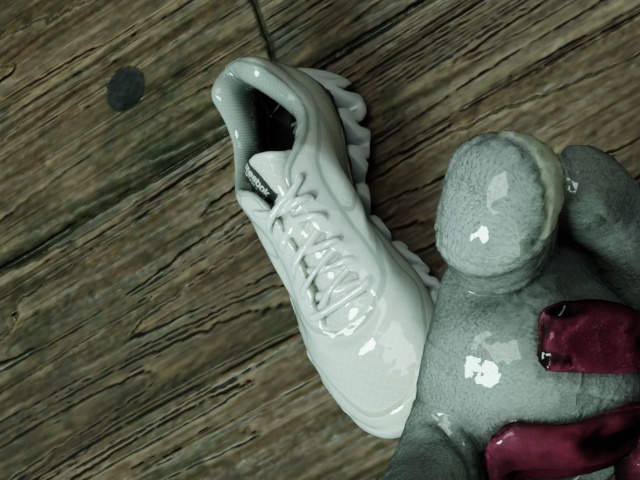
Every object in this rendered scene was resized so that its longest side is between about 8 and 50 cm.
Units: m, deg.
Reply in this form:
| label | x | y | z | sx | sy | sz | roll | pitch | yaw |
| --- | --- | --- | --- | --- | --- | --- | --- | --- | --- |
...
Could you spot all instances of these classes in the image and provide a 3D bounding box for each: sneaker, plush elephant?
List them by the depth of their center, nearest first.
| label | x | y | z | sx | sy | sz | roll | pitch | yaw |
| --- | --- | --- | --- | --- | --- | --- | --- | --- | --- |
| plush elephant | 0.186 | 0.092 | 1.049 | 0.255 | 0.330 | 0.272 | 15 | 97 | 10 |
| sneaker | 0.000 | 0.000 | 1.251 | 0.110 | 0.118 | 0.292 | -31 | 64 | 17 |
